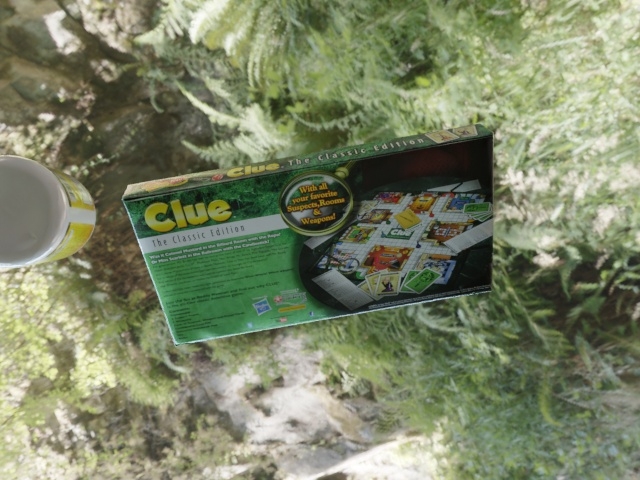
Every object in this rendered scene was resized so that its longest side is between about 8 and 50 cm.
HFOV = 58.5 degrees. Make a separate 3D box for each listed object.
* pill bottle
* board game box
[{"bbox_3d":[-0.338,-0.031,0.677,0.117,0.117,0.215,60,171,-6],"label":"pill bottle"},{"bbox_3d":[0.000,0.000,0.432,0.030,0.259,0.136,-100,1,-58],"label":"board game box"}]
